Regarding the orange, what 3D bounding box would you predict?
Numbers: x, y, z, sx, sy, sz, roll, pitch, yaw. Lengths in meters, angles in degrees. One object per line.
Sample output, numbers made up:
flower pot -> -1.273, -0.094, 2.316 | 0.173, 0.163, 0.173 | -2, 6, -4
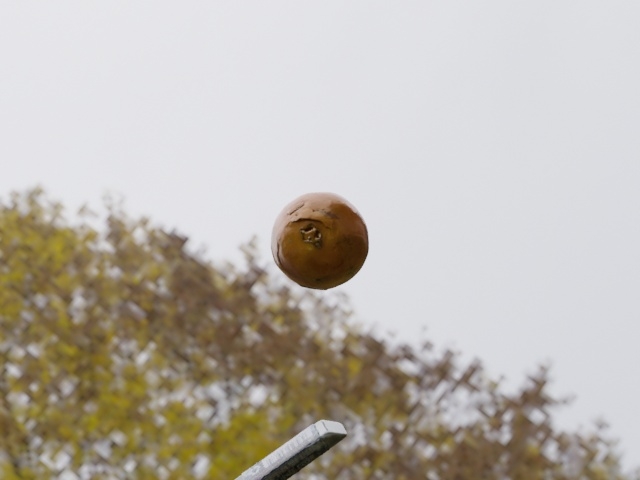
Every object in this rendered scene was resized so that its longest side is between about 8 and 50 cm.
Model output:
orange -> 0.000, -0.001, 1.421 | 0.083, 0.083, 0.083 | -38, -32, -29

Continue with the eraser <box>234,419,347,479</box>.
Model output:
eraser -> -0.025, 0.167, 1.305 | 0.099, 0.027, 0.019 | -36, -68, -1
